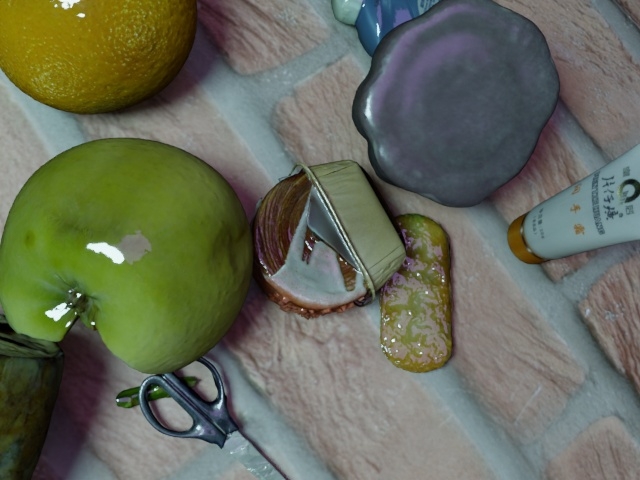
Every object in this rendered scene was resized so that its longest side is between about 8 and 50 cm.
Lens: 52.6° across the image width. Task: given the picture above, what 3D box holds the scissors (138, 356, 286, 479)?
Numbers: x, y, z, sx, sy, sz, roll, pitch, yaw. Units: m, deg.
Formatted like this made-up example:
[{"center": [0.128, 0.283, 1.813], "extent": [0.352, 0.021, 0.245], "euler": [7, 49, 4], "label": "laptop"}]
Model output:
[{"center": [-0.112, 0.273, 0.867], "extent": [0.300, 0.022, 0.109], "euler": [45, 74, -7], "label": "scissors"}]

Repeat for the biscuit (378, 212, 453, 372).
[{"center": [0.146, 0.077, 0.993], "extent": [0.118, 0.029, 0.247], "euler": [3, 75, -7], "label": "biscuit"}]

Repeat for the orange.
[{"center": [-0.299, -0.298, 0.848], "extent": [0.274, 0.274, 0.274], "euler": [4, 75, -14], "label": "orange"}]

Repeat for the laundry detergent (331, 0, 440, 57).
[{"center": [0.151, -0.355, 1.075], "extent": [0.289, 0.094, 0.143], "euler": [16, 82, -7], "label": "laundry detergent"}]

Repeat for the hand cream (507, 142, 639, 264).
[{"center": [0.391, -0.032, 0.934], "extent": [0.089, 0.314, 0.140], "euler": [8, 71, -16], "label": "hand cream"}]

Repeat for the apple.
[{"center": [-0.221, 0.003, 0.778], "extent": [0.295, 0.258, 0.233], "euler": [27, 113, -2], "label": "apple"}]

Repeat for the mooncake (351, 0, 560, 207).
[{"center": [0.194, -0.203, 0.971], "extent": [0.306, 0.154, 0.306], "euler": [-1, 99, -7], "label": "mooncake"}]

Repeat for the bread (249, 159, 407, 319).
[{"center": [0.000, 0.000, 0.913], "extent": [0.211, 0.142, 0.224], "euler": [-27, 85, -22], "label": "bread"}]

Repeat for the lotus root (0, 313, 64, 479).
[{"center": [-0.434, 0.239, 0.686], "extent": [0.250, 0.250, 0.346], "euler": [21, 80, -9], "label": "lotus root"}]

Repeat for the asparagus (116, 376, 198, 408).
[{"center": [-0.218, 0.202, 0.867], "extent": [0.108, 0.021, 0.025], "euler": [-11, 87, -18], "label": "asparagus"}]
